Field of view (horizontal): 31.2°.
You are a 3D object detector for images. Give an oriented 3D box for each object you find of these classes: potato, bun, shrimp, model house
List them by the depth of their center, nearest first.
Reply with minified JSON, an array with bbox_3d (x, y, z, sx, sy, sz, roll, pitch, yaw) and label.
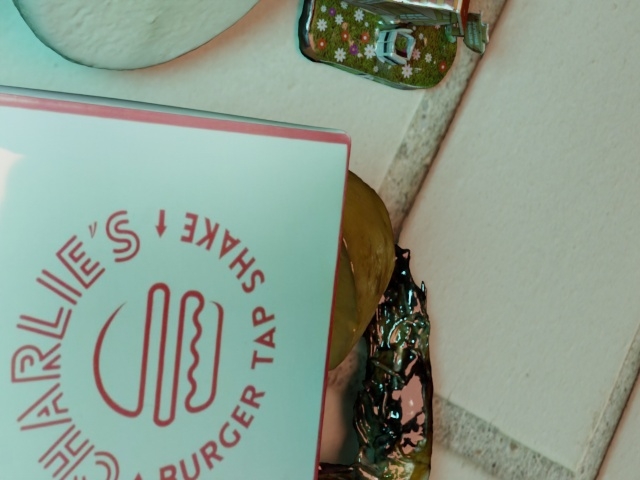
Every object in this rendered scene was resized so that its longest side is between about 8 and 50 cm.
[{"bbox_3d":[-0.152,-0.279,0.907,0.263,0.175,0.263,-31,155,-16],"label":"bun"},{"bbox_3d":[0.000,0.000,1.077,0.158,0.178,0.203,-37,105,-47],"label":"potato"},{"bbox_3d":[0.120,-0.300,1.120,0.207,0.154,0.293,12,89,-38],"label":"model house"},{"bbox_3d":[0.030,0.181,1.175,0.233,0.071,0.364,5,88,-40],"label":"shrimp"}]

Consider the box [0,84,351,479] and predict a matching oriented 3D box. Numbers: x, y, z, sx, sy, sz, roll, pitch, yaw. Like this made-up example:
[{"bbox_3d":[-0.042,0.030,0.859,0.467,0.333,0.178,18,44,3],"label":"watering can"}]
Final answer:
[{"bbox_3d":[-0.197,0.053,0.830,0.312,0.300,0.314,2,95,-39],"label":"box"}]
